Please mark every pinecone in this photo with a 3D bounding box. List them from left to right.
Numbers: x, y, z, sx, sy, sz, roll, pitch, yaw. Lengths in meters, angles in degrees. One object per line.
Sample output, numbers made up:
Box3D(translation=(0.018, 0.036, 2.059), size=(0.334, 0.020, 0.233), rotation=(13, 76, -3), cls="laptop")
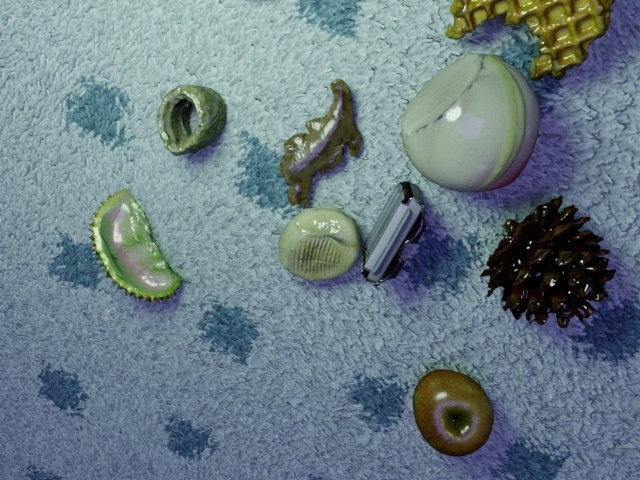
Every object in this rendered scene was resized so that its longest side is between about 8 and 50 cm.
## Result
Box3D(translation=(0.542, 0.070, 1.160), size=(0.296, 0.242, 0.298), rotation=(45, 104, -4), cls="pinecone")

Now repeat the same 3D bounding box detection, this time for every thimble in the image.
Box3D(translation=(-0.336, -0.307, 1.259), size=(0.137, 0.143, 0.190), rotation=(28, 112, 0), cls="thimble")

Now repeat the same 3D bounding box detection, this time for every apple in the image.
Box3D(translation=(0.365, 0.480, 1.369), size=(0.237, 0.207, 0.237), rotation=(0, 91, 3), cls="apple")

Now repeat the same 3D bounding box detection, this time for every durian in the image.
Box3D(translation=(-0.544, 0.033, 1.413), size=(0.169, 0.158, 0.352), rotation=(-28, 97, 6), cls="durian")

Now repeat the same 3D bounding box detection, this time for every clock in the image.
Box3D(translation=(0.186, -0.017, 1.233), size=(0.083, 0.186, 0.253), rotation=(26, 112, -4), cls="clock")

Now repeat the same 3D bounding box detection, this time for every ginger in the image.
Box3D(translation=(0.000, -0.237, 1.256), size=(0.166, 0.080, 0.333), rotation=(35, 105, -18), cls="ginger")

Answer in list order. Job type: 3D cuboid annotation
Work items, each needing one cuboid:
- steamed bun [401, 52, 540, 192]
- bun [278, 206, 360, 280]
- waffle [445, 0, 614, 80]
Box3D(translation=(0.352, -0.233, 1.085), size=(0.309, 0.309, 0.309), rotation=(3, 109, 10), cls="steamed bun")
Box3D(translation=(0.000, 0.000, 1.304), size=(0.229, 0.145, 0.229), rotation=(-1, 138, 0), cls="bun")
Box3D(translation=(0.440, -0.494, 1.010), size=(0.324, 0.151, 0.261), rotation=(25, 144, -1), cls="waffle")
